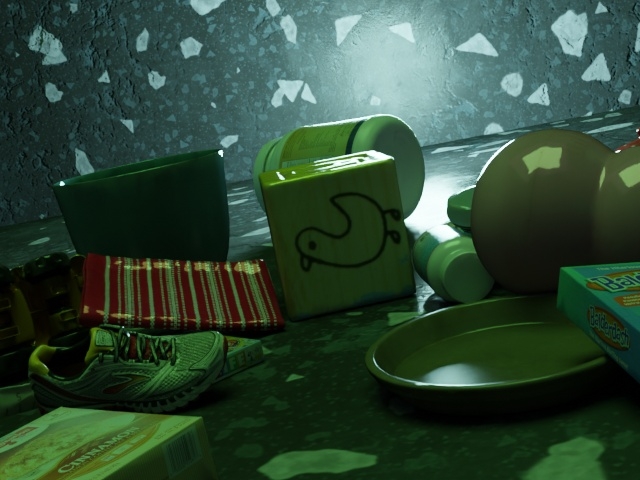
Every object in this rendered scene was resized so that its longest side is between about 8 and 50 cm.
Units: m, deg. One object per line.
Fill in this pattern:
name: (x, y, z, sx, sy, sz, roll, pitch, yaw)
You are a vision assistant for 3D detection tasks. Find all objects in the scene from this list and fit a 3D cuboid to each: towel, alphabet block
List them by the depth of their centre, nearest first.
towel: (-0.196, 0.071, 1.269, 0.274, 0.031, 0.199, 3, 22, -11)
alphabet block: (0.020, -0.015, 1.326, 0.192, 0.197, 0.193, -13, 10, -5)

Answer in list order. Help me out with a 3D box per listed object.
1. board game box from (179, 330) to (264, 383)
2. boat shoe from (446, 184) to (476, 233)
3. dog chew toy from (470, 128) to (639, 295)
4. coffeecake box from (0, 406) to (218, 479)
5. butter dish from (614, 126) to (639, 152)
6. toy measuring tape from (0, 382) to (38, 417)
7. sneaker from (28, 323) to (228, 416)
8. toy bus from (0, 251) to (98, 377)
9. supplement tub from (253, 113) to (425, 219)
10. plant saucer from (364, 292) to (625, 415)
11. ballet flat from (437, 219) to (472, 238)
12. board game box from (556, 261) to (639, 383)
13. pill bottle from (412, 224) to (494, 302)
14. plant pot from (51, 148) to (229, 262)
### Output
board game box: (-0.157, 0.146, 1.118, 0.103, 0.026, 0.154, -21, 14, -41)
boat shoe: (0.301, -0.024, 1.279, 0.306, 0.105, 0.113, -8, 23, -37)
dog chew toy: (0.345, -0.021, 1.023, 0.331, 0.207, 0.206, 6, 17, 29)
coffeecake box: (-0.203, 0.200, 0.751, 0.185, 0.068, 0.142, -5, 13, 36)
butter dish: (0.608, -0.154, 1.672, 0.160, 0.118, 0.160, -12, 11, -3)
toy measuring tape: (-0.416, 0.180, 1.003, 0.121, 0.121, 0.330, -3, 5, 40)
sneaker: (-0.211, 0.138, 0.987, 0.225, 0.093, 0.088, -13, 34, 0)
toy bus: (-0.454, 0.122, 1.330, 0.220, 0.150, 0.211, -17, -5, -40)
supplement tub: (0.036, -0.138, 1.916, 0.316, 0.228, 0.228, -3, 13, 40)
plant saucer: (0.183, 0.110, 0.900, 0.277, 0.041, 0.278, -10, 10, 2)
ballet flat: (0.289, -0.035, 1.431, 0.316, 0.108, 0.106, -18, -2, -35)
board game box: (0.320, 0.073, 0.774, 0.160, 0.047, 0.210, -4, 18, -9)
pill bottle: (0.177, 0.033, 1.198, 0.087, 0.087, 0.160, -12, 10, -3)
plant pot: (-0.290, -0.014, 1.565, 0.293, 0.235, 0.293, -10, 10, 2)
